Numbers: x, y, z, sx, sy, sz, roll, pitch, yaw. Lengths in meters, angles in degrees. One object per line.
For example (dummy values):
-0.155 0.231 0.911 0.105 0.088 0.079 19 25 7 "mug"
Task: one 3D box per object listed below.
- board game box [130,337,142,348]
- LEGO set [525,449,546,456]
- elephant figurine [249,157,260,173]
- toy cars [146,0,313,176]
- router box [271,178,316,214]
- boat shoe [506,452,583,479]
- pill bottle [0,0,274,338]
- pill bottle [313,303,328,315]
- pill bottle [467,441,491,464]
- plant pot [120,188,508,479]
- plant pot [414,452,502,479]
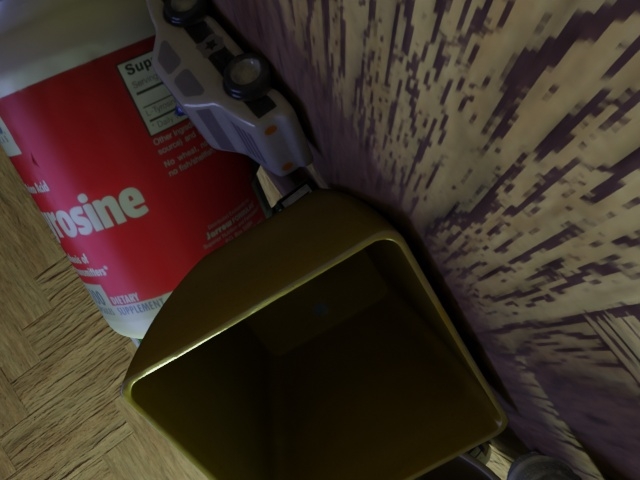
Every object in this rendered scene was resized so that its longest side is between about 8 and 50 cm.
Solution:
-0.032 0.179 0.916 0.390 0.050 0.390 53 -144 3 "board game box"
0.183 0.196 0.486 0.054 0.023 0.083 54 175 -6 "LEGO set"
-0.202 -0.175 0.900 0.186 0.169 0.240 4 120 45 "elephant figurine"
-0.150 -0.203 0.471 0.394 0.087 0.176 55 175 -16 "toy cars"
0.000 0.000 0.719 0.133 0.046 0.179 54 175 -5 "router box"
0.201 0.273 0.378 0.321 0.118 0.103 59 180 -18 "boat shoe"
-0.213 -0.118 0.664 0.408 0.229 0.229 67 170 -21 "pill bottle"
-0.006 0.084 0.874 0.246 0.130 0.130 53 175 5 "pill bottle"
0.153 0.232 0.770 0.120 0.067 0.067 53 175 -3 "pill bottle"
-0.007 0.077 0.518 0.212 0.212 0.187 56 -172 -28 "plant pot"
0.112 0.344 0.656 0.256 0.256 0.274 51 -178 26 "plant pot"
